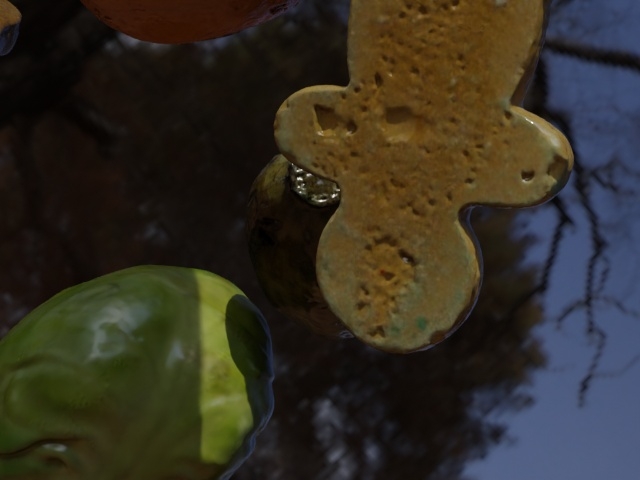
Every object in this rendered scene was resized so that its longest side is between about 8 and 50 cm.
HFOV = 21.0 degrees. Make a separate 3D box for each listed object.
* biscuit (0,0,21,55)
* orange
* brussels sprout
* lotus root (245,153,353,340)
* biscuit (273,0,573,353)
[{"bbox_3d":[-0.373,-0.195,1.331,0.257,0.273,0.049,27,-67,12],"label":"biscuit"},{"bbox_3d":[-0.070,-0.159,0.873,0.135,0.135,0.118,0,-67,60],"label":"orange"},{"bbox_3d":[-0.132,0.102,1.087,0.223,0.223,0.161,-3,-63,61],"label":"brussels sprout"},{"bbox_3d":[0.000,0.000,1.055,0.089,0.080,0.179,30,-25,20],"label":"lotus root"},{"bbox_3d":[0.052,-0.060,0.846,0.153,0.030,0.234,9,-84,24],"label":"biscuit"}]
